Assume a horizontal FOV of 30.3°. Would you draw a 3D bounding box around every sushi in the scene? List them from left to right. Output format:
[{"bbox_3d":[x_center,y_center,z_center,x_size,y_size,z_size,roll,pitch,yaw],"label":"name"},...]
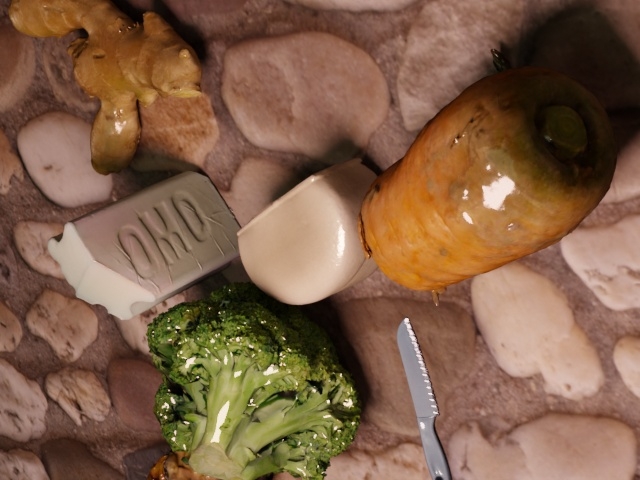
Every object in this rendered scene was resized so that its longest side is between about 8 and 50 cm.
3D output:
[{"bbox_3d":[-0.211,0.428,2.112,0.213,0.200,0.204,47,140,20],"label":"sushi"}]

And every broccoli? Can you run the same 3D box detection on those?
[{"bbox_3d":[-0.109,0.236,1.878,0.413,0.321,0.310,-45,51,48],"label":"broccoli"}]

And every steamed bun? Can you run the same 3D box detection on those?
[{"bbox_3d":[0.000,0.000,1.772,0.242,0.146,0.164,-33,83,44],"label":"steamed bun"}]

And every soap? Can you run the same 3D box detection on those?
[{"bbox_3d":[-0.271,0.008,1.905,0.095,0.289,0.173,-37,84,45],"label":"soap"}]

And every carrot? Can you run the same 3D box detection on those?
[{"bbox_3d":[0.210,-0.073,1.499,0.224,0.224,0.341,57,148,4],"label":"carrot"}]

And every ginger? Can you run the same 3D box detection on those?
[{"bbox_3d":[-0.341,-0.319,1.949,0.348,0.122,0.363,-23,88,41],"label":"ginger"}]

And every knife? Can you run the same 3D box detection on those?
[{"bbox_3d":[0.164,0.267,1.849,0.044,0.019,0.313,-8,104,34],"label":"knife"}]

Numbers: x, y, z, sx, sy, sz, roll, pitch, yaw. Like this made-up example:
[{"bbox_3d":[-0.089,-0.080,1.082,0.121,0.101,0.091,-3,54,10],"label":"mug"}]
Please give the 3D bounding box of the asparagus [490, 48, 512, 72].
[{"bbox_3d":[0.285,-0.152,1.552,0.233,0.022,0.023,58,178,0],"label":"asparagus"}]
